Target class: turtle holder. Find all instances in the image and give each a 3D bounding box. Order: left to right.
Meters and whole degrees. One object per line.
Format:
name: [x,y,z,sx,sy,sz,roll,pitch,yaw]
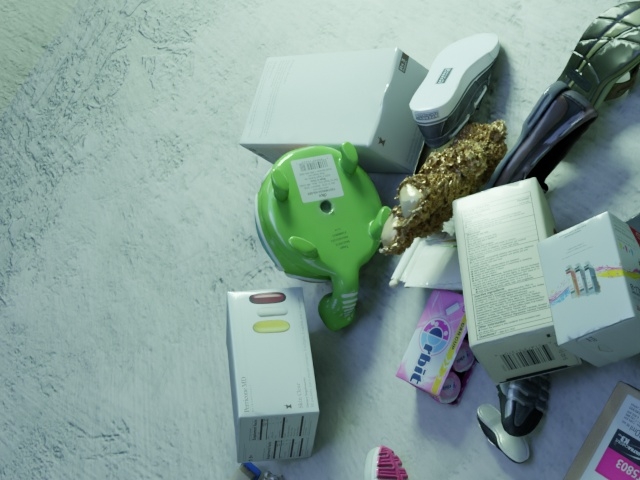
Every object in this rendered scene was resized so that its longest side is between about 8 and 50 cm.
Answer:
turtle holder: [0.008,-0.016,2.218,0.243,0.320,0.227,-44,1,-26]

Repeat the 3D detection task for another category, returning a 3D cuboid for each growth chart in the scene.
growth chart: [0.236,0.038,2.048,0.237,0.021,0.172,6,45,41]

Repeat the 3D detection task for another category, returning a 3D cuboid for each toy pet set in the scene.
toy pet set: [-0.125,0.483,2.210,0.114,0.065,0.122,38,103,12]

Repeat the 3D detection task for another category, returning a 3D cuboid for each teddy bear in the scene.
teddy bear: [0.226,-0.087,2.020,0.113,0.338,0.245,36,121,14]

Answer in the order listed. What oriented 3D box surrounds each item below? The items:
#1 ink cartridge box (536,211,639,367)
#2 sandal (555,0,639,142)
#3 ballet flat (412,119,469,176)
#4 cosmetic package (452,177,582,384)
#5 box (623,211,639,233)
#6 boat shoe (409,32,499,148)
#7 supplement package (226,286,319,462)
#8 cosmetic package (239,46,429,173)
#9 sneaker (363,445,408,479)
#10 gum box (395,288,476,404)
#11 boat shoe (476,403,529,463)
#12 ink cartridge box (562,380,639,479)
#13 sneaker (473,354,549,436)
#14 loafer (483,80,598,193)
ink cartridge box: [0.416,0.075,1.693,0.127,0.128,0.176,-26,55,33]
sandal: [0.484,-0.286,1.988,0.303,0.086,0.120,-54,47,31]
ballet flat: [0.217,-0.166,2.194,0.084,0.058,0.250,13,79,46]
cosmetic package: [0.312,0.063,1.850,0.153,0.129,0.296,-16,49,19]
box: [0.481,0.066,1.798,0.158,0.093,0.156,-31,52,28]
boat shoe: [0.261,-0.281,2.151,0.108,0.102,0.301,1,39,30]
supplement package: [-0.095,0.250,2.149,0.204,0.145,0.262,97,166,-56]
cosmetic package: [0.035,-0.260,2.349,0.385,0.156,0.217,8,76,44]
sneaker: [0.081,0.476,1.967,0.111,0.103,0.252,-11,62,38]
gum box: [0.217,0.185,2.012,0.107,0.062,0.188,20,84,47]
boat shoe: [0.297,0.322,1.885,0.046,0.038,0.125,-24,46,-21]
ink cartridge box: [0.489,0.341,1.655,0.235,0.088,0.193,29,90,47]
sneaker: [0.307,0.218,1.906,0.132,0.086,0.228,-11,52,45]
loafer: [0.365,-0.123,1.978,0.095,0.109,0.302,37,114,23]
